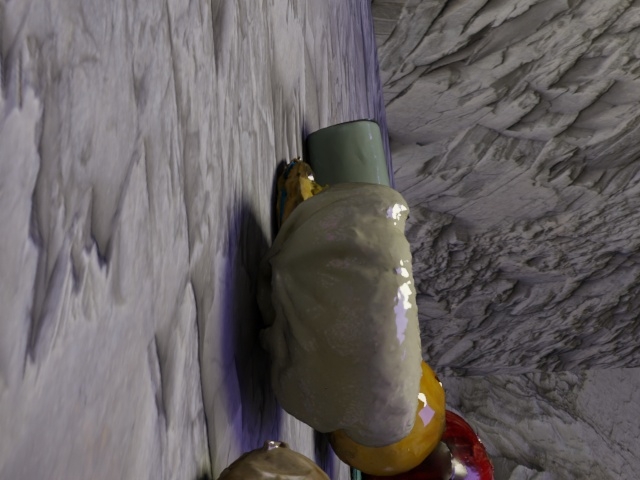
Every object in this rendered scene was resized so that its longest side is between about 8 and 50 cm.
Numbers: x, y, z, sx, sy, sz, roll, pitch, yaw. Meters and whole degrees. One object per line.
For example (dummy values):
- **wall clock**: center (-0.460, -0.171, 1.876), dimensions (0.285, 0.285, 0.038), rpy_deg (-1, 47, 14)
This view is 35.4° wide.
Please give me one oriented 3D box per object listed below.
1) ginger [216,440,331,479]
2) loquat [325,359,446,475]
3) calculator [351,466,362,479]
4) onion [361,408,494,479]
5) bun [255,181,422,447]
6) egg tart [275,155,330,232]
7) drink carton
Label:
- **ginger**: center (-0.051, 0.385, 1.068), dimensions (0.244, 0.155, 0.304), rpy_deg (-92, -178, -62)
- **loquat**: center (0.113, 0.313, 1.824), dimensions (0.235, 0.235, 0.234), rpy_deg (-4, 90, -81)
- **calculator**: center (0.075, 0.462, 2.175), dimensions (0.057, 0.018, 0.171), rpy_deg (12, 74, -82)
- **onion**: center (0.242, 0.533, 2.241), dimensions (0.341, 0.341, 0.341), rpy_deg (-4, 90, -81)
- **bun**: center (0.022, 0.106, 1.382), dimensions (0.365, 0.219, 0.365), rpy_deg (177, -90, -90)
- **egg tart**: center (0.000, 0.000, 1.644), dimensions (0.291, 0.107, 0.290), rpy_deg (-3, 90, -81)
- **drink carton**: center (0.053, -0.113, 1.885), dimensions (0.191, 0.186, 0.189), rpy_deg (34, 41, -77)
